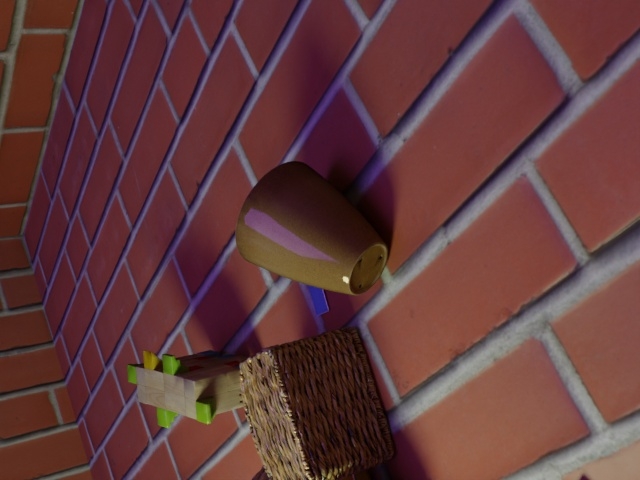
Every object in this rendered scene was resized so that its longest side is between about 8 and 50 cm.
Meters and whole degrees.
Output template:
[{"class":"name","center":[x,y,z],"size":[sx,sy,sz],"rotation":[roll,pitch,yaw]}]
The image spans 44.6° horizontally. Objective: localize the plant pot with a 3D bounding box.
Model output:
[{"class":"plant pot","center":[0.000,0.000,1.562],"size":[0.254,0.237,0.237],"rotation":[33,124,32]}]

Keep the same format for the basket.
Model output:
[{"class":"basket","center":[-0.018,0.361,1.650],"size":[0.213,0.223,0.299],"rotation":[-37,68,54]}]

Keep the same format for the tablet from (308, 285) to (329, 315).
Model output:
[{"class":"tablet","center":[-0.005,0.125,1.766],"size":[0.054,0.006,0.083],"rotation":[-31,72,54]}]

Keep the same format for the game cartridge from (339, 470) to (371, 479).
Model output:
[{"class":"game cartridge","center":[0.003,0.494,1.806],"size":[0.285,0.053,0.323],"rotation":[-43,60,51]}]

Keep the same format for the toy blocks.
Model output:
[{"class":"toy blocks","center":[-0.295,0.368,2.046],"size":[0.382,0.261,0.190],"rotation":[0,95,49]}]

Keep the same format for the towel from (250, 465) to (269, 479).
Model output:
[{"class":"towel","center":[-0.096,0.688,1.767],"size":[0.054,0.317,0.331],"rotation":[-18,92,12]}]
